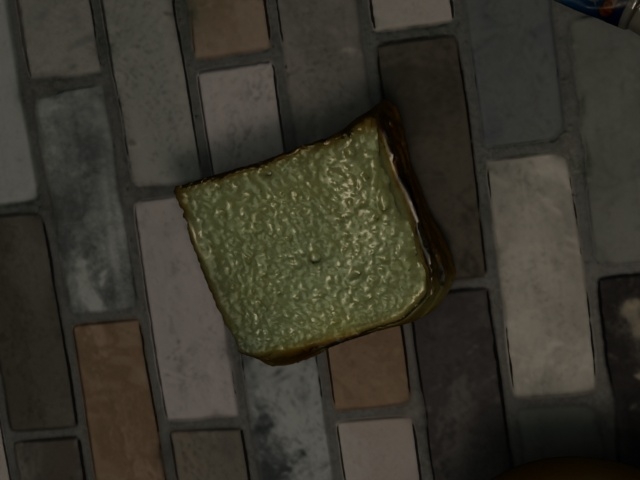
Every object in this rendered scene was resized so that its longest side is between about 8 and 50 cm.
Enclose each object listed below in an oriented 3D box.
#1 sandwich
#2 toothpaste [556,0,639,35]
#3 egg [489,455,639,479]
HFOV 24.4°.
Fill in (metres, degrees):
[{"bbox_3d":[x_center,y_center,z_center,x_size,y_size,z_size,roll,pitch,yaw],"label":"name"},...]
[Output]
[{"bbox_3d":[0.000,0.000,1.550,0.251,0.087,0.226,-20,91,21],"label":"sandwich"},{"bbox_3d":[0.244,-0.279,1.453,0.266,0.061,0.096,36,108,14],"label":"toothpaste"},{"bbox_3d":[0.282,0.361,1.425,0.351,0.282,0.282,32,107,11],"label":"egg"}]
